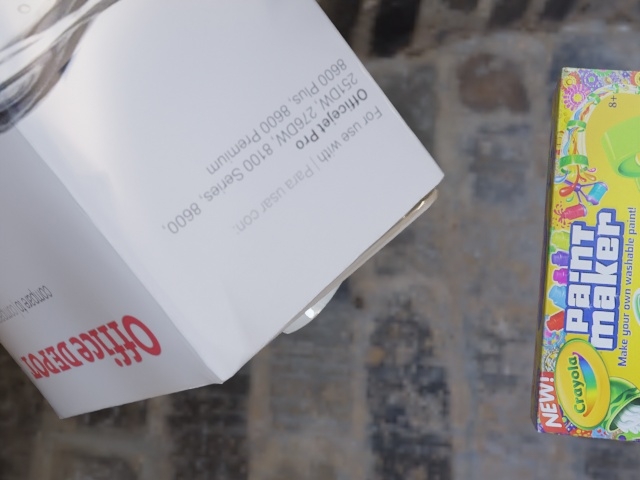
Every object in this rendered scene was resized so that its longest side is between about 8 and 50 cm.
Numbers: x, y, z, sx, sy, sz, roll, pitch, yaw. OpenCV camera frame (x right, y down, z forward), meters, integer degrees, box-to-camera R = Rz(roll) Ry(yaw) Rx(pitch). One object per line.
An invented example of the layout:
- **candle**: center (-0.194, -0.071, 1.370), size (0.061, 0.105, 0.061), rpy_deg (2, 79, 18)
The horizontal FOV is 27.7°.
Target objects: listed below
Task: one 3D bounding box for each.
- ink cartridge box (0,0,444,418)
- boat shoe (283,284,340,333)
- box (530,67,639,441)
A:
- **ink cartridge box**: center (-0.163, -0.110, 0.678), size (0.166, 0.395, 0.285), rpy_deg (-42, 9, -26)
- **boat shoe**: center (0.000, 0.000, 1.290), size (0.219, 0.070, 0.078), rpy_deg (-53, 20, 27)
- **box**: center (0.323, 0.022, 1.074), size (0.177, 0.279, 0.290), rpy_deg (24, -110, -81)
